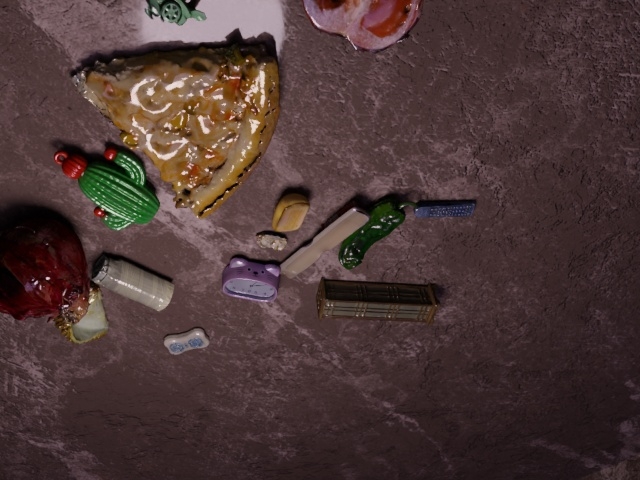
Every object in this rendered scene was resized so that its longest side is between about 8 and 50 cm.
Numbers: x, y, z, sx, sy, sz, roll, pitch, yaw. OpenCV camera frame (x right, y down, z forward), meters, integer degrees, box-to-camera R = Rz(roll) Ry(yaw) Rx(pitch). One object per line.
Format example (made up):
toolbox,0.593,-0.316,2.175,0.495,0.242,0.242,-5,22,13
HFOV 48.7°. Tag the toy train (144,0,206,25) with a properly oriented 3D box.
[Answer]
toy train,-0.286,-0.451,1.289,0.081,0.099,0.149,-39,126,-10

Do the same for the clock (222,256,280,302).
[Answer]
clock,-0.178,0.104,1.836,0.153,0.050,0.110,12,138,-12

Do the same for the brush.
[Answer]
brush,0.000,0.000,1.781,0.060,0.050,0.321,25,133,-31

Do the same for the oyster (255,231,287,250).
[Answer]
oyster,-0.125,0.000,1.779,0.083,0.019,0.054,14,132,-22

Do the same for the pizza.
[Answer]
pizza,-0.237,-0.257,1.481,0.392,0.080,0.435,-25,133,17

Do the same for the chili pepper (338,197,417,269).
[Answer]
chili pepper,0.129,-0.023,1.753,0.100,0.074,0.257,34,130,-14

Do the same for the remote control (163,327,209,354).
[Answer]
remote control,-0.381,0.288,2.013,0.122,0.032,0.074,-16,134,9

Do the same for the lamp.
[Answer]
lamp,0.155,0.166,1.924,0.325,0.089,0.090,4,132,-12

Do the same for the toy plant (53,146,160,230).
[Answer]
toy plant,-0.461,-0.128,1.575,0.154,0.088,0.240,-27,121,2

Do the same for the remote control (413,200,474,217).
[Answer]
remote control,0.305,-0.079,1.753,0.152,0.027,0.043,-1,127,-9

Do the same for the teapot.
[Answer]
teapot,-0.487,0.110,1.807,0.200,0.077,0.107,30,143,-30

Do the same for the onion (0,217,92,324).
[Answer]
onion,-0.681,0.075,1.650,0.281,0.221,0.281,2,117,3

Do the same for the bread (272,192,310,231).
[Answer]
bread,-0.075,-0.071,1.692,0.082,0.056,0.115,-9,149,-23

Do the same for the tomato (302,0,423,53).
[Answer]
tomato,0.076,-0.466,1.297,0.228,0.112,0.199,24,119,-25

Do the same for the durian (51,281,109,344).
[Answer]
durian,-0.639,0.190,1.863,0.139,0.144,0.252,-29,136,-32
